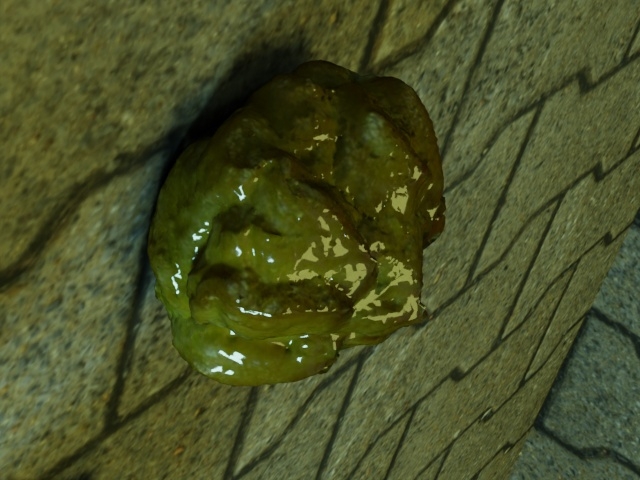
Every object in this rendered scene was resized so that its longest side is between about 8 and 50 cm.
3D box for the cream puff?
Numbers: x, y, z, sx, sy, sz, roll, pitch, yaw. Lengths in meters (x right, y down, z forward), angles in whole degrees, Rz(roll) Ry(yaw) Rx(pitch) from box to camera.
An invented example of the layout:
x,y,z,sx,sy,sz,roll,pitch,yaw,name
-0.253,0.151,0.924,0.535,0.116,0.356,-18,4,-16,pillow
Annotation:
x,y,z,sx,sy,sz,roll,pitch,yaw,name
-0.015,-0.008,1.102,0.244,0.196,0.244,-19,148,-12,cream puff
